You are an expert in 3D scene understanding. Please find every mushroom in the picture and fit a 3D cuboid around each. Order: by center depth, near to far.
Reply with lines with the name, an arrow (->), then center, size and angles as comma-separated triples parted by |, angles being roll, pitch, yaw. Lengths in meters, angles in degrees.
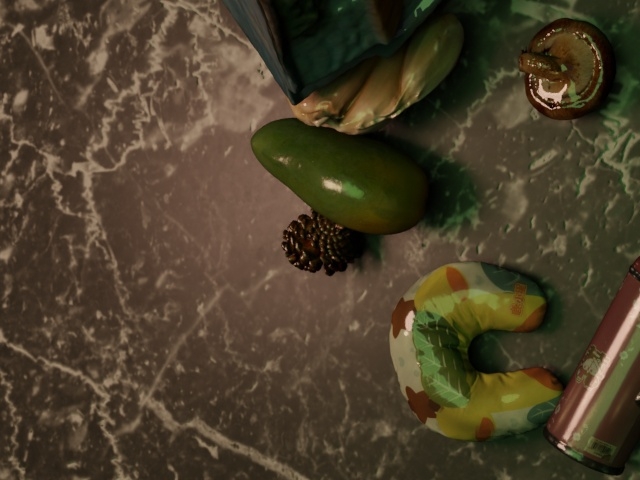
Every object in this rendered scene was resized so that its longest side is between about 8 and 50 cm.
mushroom -> 0.308, -0.211, 1.829 | 0.127, 0.087, 0.127 | 2, 94, 28

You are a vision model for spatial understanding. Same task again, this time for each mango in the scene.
mango -> 0.025, -0.086, 1.925 | 0.251, 0.156, 0.114 | 23, 120, 30

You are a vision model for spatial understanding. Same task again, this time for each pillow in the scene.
pillow -> 0.197, 0.142, 1.898 | 0.214, 0.086, 0.233 | -9, 85, 13

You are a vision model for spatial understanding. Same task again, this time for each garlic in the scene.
garlic -> 0.053, -0.224, 1.924 | 0.217, 0.110, 0.228 | 34, 75, 31

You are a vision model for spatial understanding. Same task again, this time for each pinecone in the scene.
pinecone -> -0.002, -0.003, 1.972 | 0.109, 0.102, 0.102 | 2, 92, 34

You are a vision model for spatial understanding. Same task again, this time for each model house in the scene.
model house -> 0.025, -0.403, 1.816 | 0.339, 0.297, 0.360 | -27, 51, -7

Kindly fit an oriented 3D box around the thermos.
thermos -> 0.392, 0.119, 1.774 | 0.109, 0.136, 0.330 | 25, 102, -3
